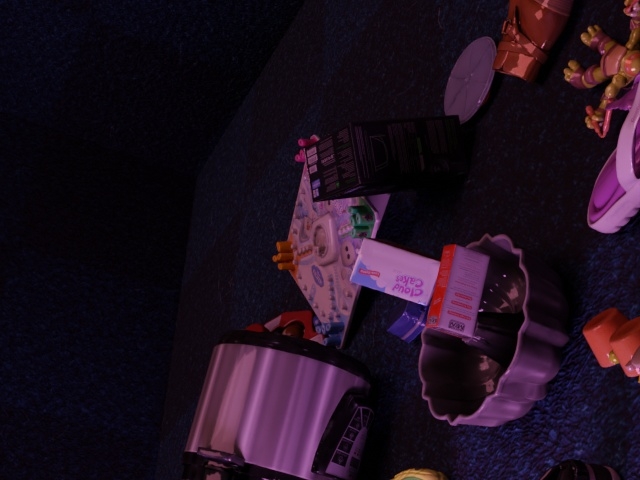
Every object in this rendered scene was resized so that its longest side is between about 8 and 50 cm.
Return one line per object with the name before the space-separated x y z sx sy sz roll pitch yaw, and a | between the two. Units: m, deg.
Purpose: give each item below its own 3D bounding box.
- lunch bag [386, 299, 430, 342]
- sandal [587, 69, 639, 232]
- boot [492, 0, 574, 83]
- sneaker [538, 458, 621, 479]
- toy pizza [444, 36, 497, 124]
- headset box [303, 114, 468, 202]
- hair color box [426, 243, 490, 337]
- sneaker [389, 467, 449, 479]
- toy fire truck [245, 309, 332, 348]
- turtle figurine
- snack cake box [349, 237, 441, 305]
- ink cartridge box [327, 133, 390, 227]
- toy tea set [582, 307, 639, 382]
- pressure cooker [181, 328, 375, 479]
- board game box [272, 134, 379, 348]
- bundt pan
lunch bag | 0.189 0.160 2.070 0.098 0.065 0.067 -51 13 47
sandal | 0.452 -0.157 1.432 0.416 0.102 0.169 105 179 -48
boot | 0.402 -0.439 2.002 0.283 0.109 0.220 48 122 59
sneaker | 0.329 0.408 1.393 0.079 0.121 0.217 2 74 71
toy pizza | 0.332 -0.343 2.177 0.201 0.032 0.201 -52 29 44
headset box | 0.146 -0.176 2.166 0.246 0.283 0.131 -17 82 64
hair color box | 0.227 0.084 1.657 0.043 0.072 0.141 -14 60 66
sneaker | 0.129 0.519 1.847 0.295 0.109 0.124 -51 24 44
toy fire truck | -0.070 0.302 2.542 0.254 0.169 0.302 -29 38 25
turtle figurine | 0.489 -0.305 1.645 0.217 0.087 0.270 -119 42 -74
snack cake box | 0.163 0.058 1.934 0.264 0.152 0.089 6 -77 -77
ink cartridge box | 0.080 -0.152 2.552 0.201 0.117 0.278 -71 21 3
toy tea set | 0.469 0.132 1.290 0.200 0.124 0.336 -37 1 -2
pressure cooker | -0.099 0.435 2.147 0.375 0.369 0.420 148 140 -66
board game box | 0.000 0.000 2.447 0.390 0.050 0.390 -124 39 -48
bundt pan | 0.300 0.160 1.685 0.331 0.124 0.331 -162 90 -71
